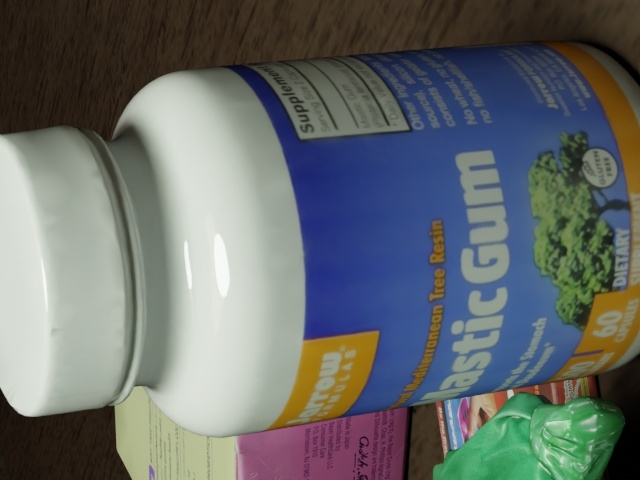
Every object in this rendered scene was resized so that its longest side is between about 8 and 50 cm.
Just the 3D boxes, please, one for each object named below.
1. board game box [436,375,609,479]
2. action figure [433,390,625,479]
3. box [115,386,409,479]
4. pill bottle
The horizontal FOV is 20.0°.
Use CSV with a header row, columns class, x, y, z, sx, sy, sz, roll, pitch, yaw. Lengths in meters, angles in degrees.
class,x,y,z,sx,sy,sz,roll,pitch,yaw
board game box,0.113,0.178,0.941,0.145,0.027,0.281,-168,67,-67
action figure,0.093,0.134,0.840,0.232,0.063,0.137,107,145,-56
box,-0.047,0.119,1.204,0.243,0.117,0.213,-128,31,-48
pill bottle,0.000,0.000,0.759,0.152,0.272,0.152,172,90,-65
